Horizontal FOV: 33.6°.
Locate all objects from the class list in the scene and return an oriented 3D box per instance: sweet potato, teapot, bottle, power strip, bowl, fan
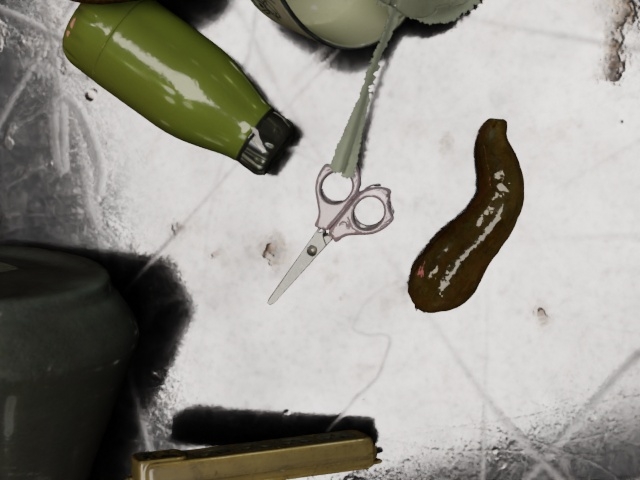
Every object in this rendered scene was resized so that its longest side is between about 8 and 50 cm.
[{"bbox_3d":[0.169,-0.019,1.159,0.081,0.062,0.233,26,92,4],"label":"sweet potato"},{"bbox_3d":[-0.380,0.197,1.122,0.376,0.305,0.362,12,102,32],"label":"teapot"},{"bbox_3d":[-0.148,-0.170,1.150,0.260,0.112,0.112,36,95,2],"label":"bottle"},{"bbox_3d":[-0.077,0.240,1.142,0.305,0.064,0.044,-4,90,-18],"label":"power strip"},{"bbox_3d":[-0.003,-0.317,1.097,0.126,0.237,0.238,13,95,47],"label":"bowl"},{"bbox_3d":[0.083,-0.264,1.096,0.233,0.012,0.415,23,87,-36],"label":"fan"}]

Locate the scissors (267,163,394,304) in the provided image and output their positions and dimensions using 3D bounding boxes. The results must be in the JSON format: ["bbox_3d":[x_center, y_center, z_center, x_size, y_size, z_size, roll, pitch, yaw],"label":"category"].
[{"bbox_3d":[0.000,0.000,1.197,0.100,0.015,0.189,39,97,3],"label":"scissors"}]

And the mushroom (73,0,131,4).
[{"bbox_3d":[-0.222,-0.383,1.096,0.278,0.163,0.297,9,64,12],"label":"mushroom"}]
